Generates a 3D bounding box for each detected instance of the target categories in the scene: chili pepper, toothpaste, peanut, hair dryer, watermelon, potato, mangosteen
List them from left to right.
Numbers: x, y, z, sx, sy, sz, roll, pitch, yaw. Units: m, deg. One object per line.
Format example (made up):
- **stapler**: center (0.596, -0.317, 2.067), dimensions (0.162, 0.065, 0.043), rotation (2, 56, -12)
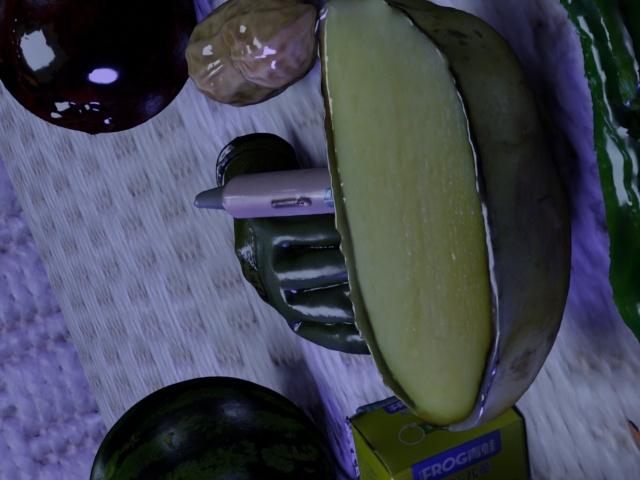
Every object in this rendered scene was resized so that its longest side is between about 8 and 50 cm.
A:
- **mangosteen**: center (-0.205, -0.197, 1.746), dimensions (0.210, 0.210, 0.210), rotation (57, 160, 34)
- **watermelon**: center (-0.099, 0.261, 1.862), dimensions (0.269, 0.269, 0.269), rotation (57, 160, 34)
- **peanut**: center (-0.053, -0.151, 1.480), dimensions (0.194, 0.093, 0.083), rotation (162, 101, -76)
- **hair dryer**: center (-0.016, -0.058, 1.414), dimensions (0.220, 0.053, 0.195), rotation (14, 126, 40)
- **toothpaste**: center (0.103, 0.255, 1.453), dimensions (0.077, 0.110, 0.327), rotation (-130, 25, -52)
- **potato**: center (0.091, -0.024, 1.144), dimensions (0.160, 0.111, 0.272), rotation (12, 115, 55)
- **chili pepper**: center (0.176, -0.025, 0.936), dimensions (0.099, 0.083, 0.253), rotation (150, 103, -72)

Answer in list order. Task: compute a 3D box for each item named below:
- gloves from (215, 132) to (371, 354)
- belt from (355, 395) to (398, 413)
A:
- **gloves**: center (-0.011, 0.008, 1.537), dimensions (0.135, 0.107, 0.268), rotation (42, -178, -41)
- **belt**: center (0.084, 0.246, 1.572), dimensions (0.087, 0.072, 0.302), rotation (-117, 14, -51)
